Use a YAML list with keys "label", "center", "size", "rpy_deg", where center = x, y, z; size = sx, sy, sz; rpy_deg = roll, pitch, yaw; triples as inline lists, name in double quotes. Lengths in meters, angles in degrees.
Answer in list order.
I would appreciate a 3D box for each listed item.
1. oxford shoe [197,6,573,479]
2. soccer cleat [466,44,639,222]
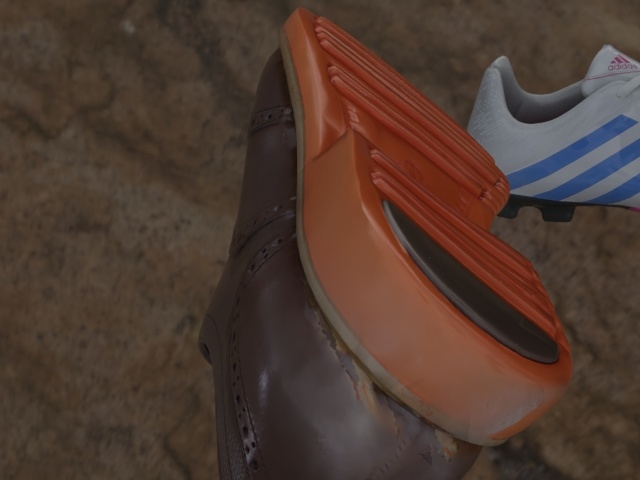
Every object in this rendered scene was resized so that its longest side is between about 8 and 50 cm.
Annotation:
- label: "oxford shoe"
  center: [0.000, 0.000, 0.616]
  size: [0.130, 0.132, 0.363]
  rpy_deg: [37, 17, -13]
- label: "soccer cleat"
  center: [0.281, -0.084, 1.172]
  size: [0.331, 0.143, 0.116]
  rpy_deg: [3, 21, 12]
